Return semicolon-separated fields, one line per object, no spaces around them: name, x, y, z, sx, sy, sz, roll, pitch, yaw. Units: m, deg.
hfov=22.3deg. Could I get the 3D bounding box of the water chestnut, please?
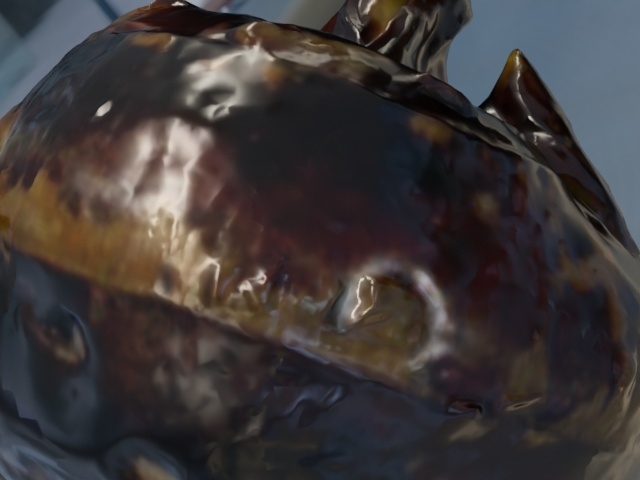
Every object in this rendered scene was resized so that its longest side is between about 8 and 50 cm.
water chestnut;0.000;0.000;0.642;0.300;0.300;0.300;-32;24;16
